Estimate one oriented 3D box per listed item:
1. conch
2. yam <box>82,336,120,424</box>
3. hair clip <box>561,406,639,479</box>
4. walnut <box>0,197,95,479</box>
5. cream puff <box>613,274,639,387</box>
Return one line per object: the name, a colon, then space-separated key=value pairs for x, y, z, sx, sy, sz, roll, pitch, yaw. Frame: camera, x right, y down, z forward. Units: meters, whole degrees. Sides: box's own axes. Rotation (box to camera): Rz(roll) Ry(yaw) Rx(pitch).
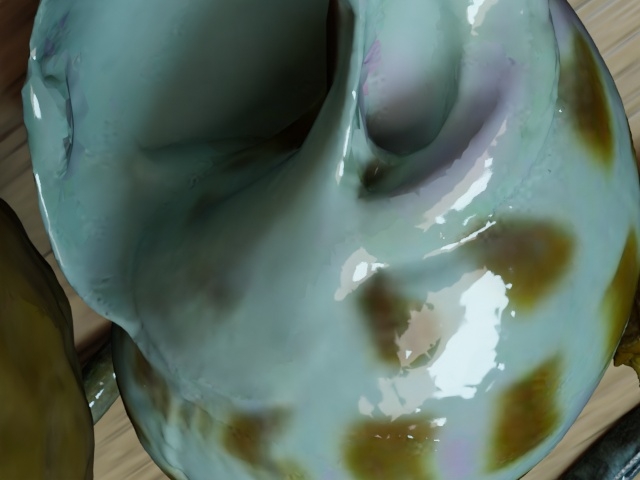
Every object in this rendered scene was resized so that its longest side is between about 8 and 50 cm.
conch: x=0.000 y=-0.001 z=0.615 sx=0.249 sy=0.197 sz=0.368 roll=25 pitch=116 yaw=3
yam: x=-0.167 y=0.131 z=0.725 sx=0.234 sy=0.027 sz=0.029 roll=-48 pitch=127 yaw=-10
hair clip: x=0.174 y=0.130 z=0.846 sx=0.070 sy=0.039 sz=0.229 roll=27 pitch=115 yaw=-26
walnut: x=-0.258 y=0.100 z=0.534 sx=0.354 sy=0.398 sz=0.308 roll=-27 pitch=89 yaw=11
cream puff: x=0.179 y=0.026 z=0.720 sx=0.094 sy=0.122 sz=0.116 roll=-33 pitch=174 yaw=40
